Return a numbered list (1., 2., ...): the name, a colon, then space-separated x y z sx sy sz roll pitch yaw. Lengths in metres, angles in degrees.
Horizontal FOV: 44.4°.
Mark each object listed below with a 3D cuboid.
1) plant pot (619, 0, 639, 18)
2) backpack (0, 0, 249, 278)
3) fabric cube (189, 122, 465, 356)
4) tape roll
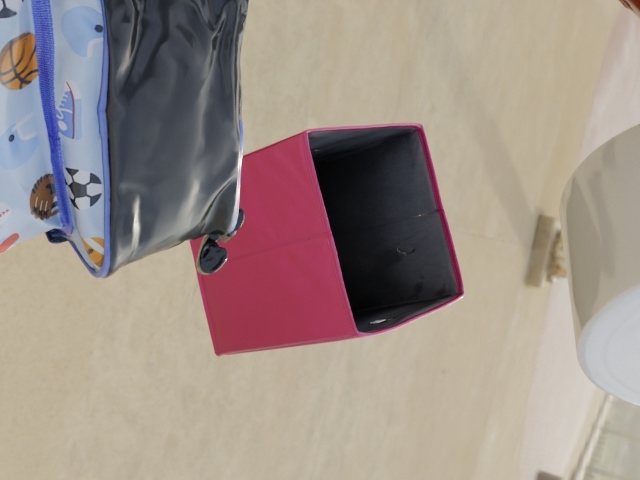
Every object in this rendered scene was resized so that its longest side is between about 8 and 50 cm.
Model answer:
1. plant pot: 0.336 -0.285 0.579 0.265 0.272 0.272 -45 165 19
2. backpack: -0.170 -0.132 0.491 0.213 0.263 0.277 -13 133 -33
3. fabric cube: 0.000 0.000 1.072 0.254 0.258 0.259 -13 88 -49
4. tape roll: 0.347 0.026 0.705 0.246 0.246 0.169 73 19 -49
